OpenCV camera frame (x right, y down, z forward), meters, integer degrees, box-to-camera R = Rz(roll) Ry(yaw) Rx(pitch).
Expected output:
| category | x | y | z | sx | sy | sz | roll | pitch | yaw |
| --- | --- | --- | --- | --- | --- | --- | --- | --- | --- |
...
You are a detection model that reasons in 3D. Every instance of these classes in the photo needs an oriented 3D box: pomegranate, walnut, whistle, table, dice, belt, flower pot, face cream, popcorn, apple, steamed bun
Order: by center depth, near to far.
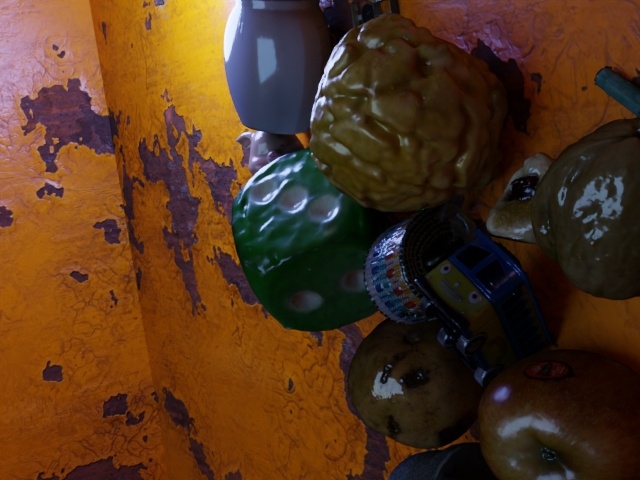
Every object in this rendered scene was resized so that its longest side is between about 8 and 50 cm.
| category | x | y | z | sx | sy | sz | roll | pitch | yaw |
| --- | --- | --- | --- | --- | --- | --- | --- | --- | --- |
| walnut | 0.445 | -0.050 | 1.395 | 0.227 | 0.283 | 0.283 | -94 | 15 | -50 |
| whistle | 0.499 | -0.208 | 1.451 | 0.186 | 0.039 | 0.039 | 50 | 140 | 38 |
| apple | 0.410 | 0.325 | 1.588 | 0.309 | 0.250 | 0.277 | -24 | 80 | 56 |
| steamed bun | 0.378 | -0.069 | 1.605 | 0.141 | 0.172 | 0.155 | 9 | 91 | 51 |
| popcorn | 0.153 | -0.211 | 1.719 | 0.344 | 0.390 | 0.354 | 44 | 106 | 21 |
| belt | 0.209 | 0.049 | 1.813 | 0.150 | 0.257 | 0.207 | -24 | 95 | 47 |
| flower pot | 0.299 | 0.540 | 1.850 | 0.283 | 0.299 | 0.299 | -28 | 76 | 63 |
| pomegranate | 0.197 | 0.281 | 1.900 | 0.281 | 0.281 | 0.281 | 28 | 124 | 52 |
| table | 0.107 | -0.427 | 1.992 | 0.146 | 0.062 | 0.175 | 5 | 108 | 58 |
| dice | 0.000 | 0.000 | 2.002 | 0.297 | 0.300 | 0.287 | -101 | -16 | -45 |
| face cream | -0.101 | -0.440 | 2.173 | 0.312 | 0.219 | 0.357 | 29 | 124 | 52 |

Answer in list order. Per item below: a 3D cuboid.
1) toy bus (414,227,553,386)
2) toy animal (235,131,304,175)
| category | x | y | z | sx | sy | sz | roll | pitch | yaw |
| --- | --- | --- | --- | --- | --- | --- | --- | --- | --- |
| toy bus | 0.292 | 0.129 | 1.665 | 0.138 | 0.175 | 0.288 | 48 | 176 | 38 |
| toy animal | -0.092 | -0.170 | 2.326 | 0.154 | 0.166 | 0.250 | 161 | 93 | -76 |
